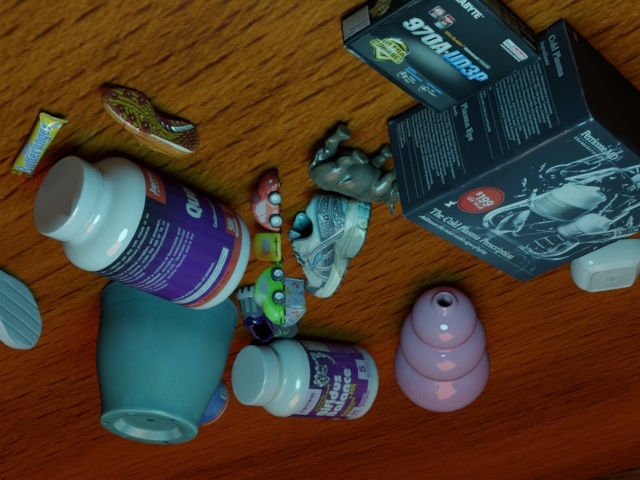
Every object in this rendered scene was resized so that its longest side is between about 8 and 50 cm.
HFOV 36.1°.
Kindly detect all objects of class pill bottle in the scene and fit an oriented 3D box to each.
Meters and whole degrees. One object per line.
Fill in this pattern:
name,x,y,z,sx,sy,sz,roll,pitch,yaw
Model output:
pill bottle,-0.276,-0.016,1.538,0.181,0.181,0.323,-27,145,32
pill bottle,-0.310,0.326,2.191,0.124,0.124,0.221,-18,148,20
pill bottle,-0.035,0.299,2.123,0.302,0.169,0.169,10,147,-38

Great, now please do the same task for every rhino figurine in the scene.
rhino figurine,0.082,-0.101,1.570,0.243,0.073,0.106,20,137,-40

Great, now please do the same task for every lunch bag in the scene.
lunch bag,-0.064,0.123,1.934,0.053,0.071,0.083,7,149,-18

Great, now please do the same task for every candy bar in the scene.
candy bar,-0.420,-0.141,1.457,0.040,0.018,0.161,13,144,-30

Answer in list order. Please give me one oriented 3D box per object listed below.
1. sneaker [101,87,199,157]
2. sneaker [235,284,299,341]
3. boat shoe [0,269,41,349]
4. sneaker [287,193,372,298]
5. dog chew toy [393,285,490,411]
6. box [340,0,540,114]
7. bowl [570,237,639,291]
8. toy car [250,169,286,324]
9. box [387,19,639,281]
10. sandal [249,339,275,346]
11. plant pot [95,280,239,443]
sneaker,-0.252,-0.161,1.412,0.067,0.064,0.175,-15,148,34
sneaker,-0.108,0.176,1.990,0.083,0.098,0.223,-17,148,19
boat shoe,-0.612,0.099,1.780,0.094,0.109,0.302,0,144,20
sneaker,0.000,0.000,1.730,0.122,0.110,0.283,19,145,-5
dog chew toy,0.254,0.216,2.043,0.207,0.206,0.332,-6,143,0
box,0.161,-0.268,1.311,0.175,0.051,0.220,-26,144,31
bowl,0.575,0.056,1.959,0.142,0.053,0.142,-7,150,5
toy car,-0.087,0.032,1.617,0.053,0.225,0.239,-2,151,-2
box,0.333,-0.115,1.485,0.312,0.179,0.343,-29,144,32
sandal,-0.137,0.268,2.205,0.067,0.040,0.179,5,149,-19
plant pot,-0.305,0.237,1.862,0.272,0.255,0.271,4,149,2
